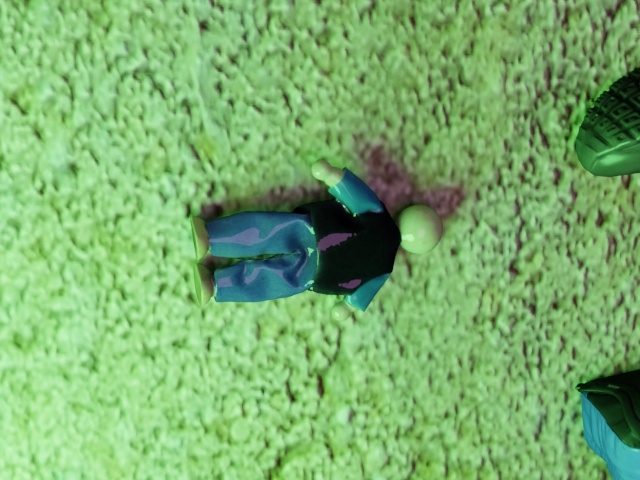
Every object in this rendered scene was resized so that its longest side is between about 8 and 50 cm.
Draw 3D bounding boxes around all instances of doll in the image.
[{"bbox_3d":[0.000,0.000,1.372,0.189,0.046,0.129,-6,110,-10],"label":"doll"}]

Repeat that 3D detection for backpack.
[{"bbox_3d":[0.269,0.161,1.445,0.098,0.120,0.101,-18,111,-7],"label":"backpack"}]

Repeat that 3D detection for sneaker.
[{"bbox_3d":[0.335,-0.082,1.391,0.286,0.109,0.130,-14,119,-4],"label":"sneaker"}]
